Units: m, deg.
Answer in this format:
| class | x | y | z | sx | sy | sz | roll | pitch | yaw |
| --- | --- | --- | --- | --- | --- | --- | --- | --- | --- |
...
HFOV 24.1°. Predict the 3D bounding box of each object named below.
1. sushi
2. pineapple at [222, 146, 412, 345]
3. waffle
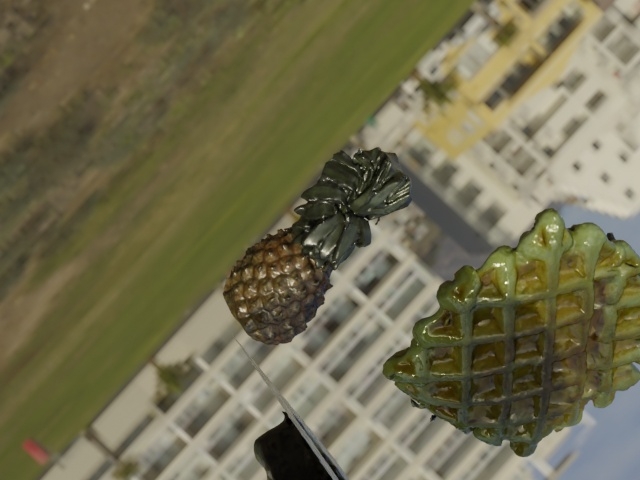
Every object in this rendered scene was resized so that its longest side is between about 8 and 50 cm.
| class | x | y | z | sx | sy | sz | roll | pitch | yaw |
| --- | --- | --- | --- | --- | --- | --- | --- | --- | --- |
| sushi | 0.009 | 0.303 | 1.481 | 0.100 | 0.373 | 0.296 | -37 | 138 | -3 |
| pineapple | 0.000 | 0.000 | 1.060 | 0.159 | 0.074 | 0.074 | -49 | 180 | 16 |
| waffle | 0.161 | 0.076 | 1.124 | 0.208 | 0.214 | 0.054 | -47 | -140 | 18 |
